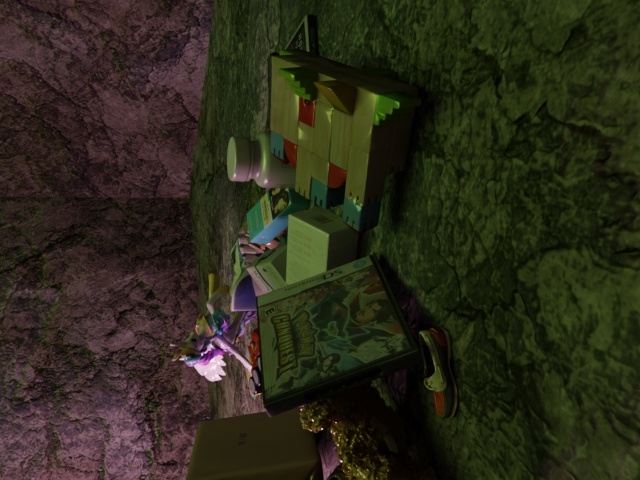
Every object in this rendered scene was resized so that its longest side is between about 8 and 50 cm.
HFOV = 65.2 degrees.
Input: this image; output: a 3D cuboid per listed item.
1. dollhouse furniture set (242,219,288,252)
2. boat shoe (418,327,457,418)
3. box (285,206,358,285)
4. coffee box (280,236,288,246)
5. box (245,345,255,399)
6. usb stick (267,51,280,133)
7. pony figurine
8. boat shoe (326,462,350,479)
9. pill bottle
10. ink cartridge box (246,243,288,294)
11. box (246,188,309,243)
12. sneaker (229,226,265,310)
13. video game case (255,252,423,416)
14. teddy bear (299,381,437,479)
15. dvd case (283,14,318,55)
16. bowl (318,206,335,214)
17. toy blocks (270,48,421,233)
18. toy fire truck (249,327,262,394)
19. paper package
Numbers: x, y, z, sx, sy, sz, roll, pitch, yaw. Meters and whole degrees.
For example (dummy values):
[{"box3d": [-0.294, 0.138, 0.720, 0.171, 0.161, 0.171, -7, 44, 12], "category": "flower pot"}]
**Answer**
[{"box3d": [-0.144, -0.030, 1.608, 0.151, 0.123, 0.144, -41, 44, 19], "category": "dollhouse furniture set"}, {"box3d": [0.176, 0.203, 0.762, 0.049, 0.043, 0.137, 166, 100, -67], "category": "boat shoe"}, {"box3d": [0.001, 0.032, 1.072, 0.130, 0.091, 0.171, 28, 124, 40], "category": "box"}, {"box3d": [-0.090, 0.094, 1.454, 0.113, 0.040, 0.184, -126, 40, -55], "category": "coffee box"}, {"box3d": [-0.251, 0.502, 1.903, 0.179, 0.043, 0.105, -111, 29, -46], "category": "box"}, {"box3d": [-0.141, -0.434, 1.547, 0.077, 0.045, 0.278, -167, 76, -68], "category": "usb stick"}, {"box3d": [-0.360, 0.353, 1.813, 0.302, 0.351, 0.364, -11, 40, 33], "category": "pony figurine"}, {"box3d": [0.052, 0.508, 1.018, 0.307, 0.104, 0.111, 123, 139, -57], "category": "boat shoe"}, {"box3d": [-0.102, -0.191, 1.203, 0.131, 0.229, 0.131, 179, 90, -69], "category": "pill bottle"}, {"box3d": [-0.089, 0.097, 1.281, 0.153, 0.086, 0.208, 54, 156, -9], "category": "ink cartridge box"}, {"box3d": [-0.128, -0.086, 1.429, 0.244, 0.060, 0.101, -39, 54, 46], "category": "box"}, {"box3d": [-0.261, 0.099, 1.814, 0.182, 0.127, 0.316, 167, 108, -72], "category": "sneaker"}, {"box3d": [0.014, 0.145, 0.857, 0.275, 0.248, 0.035, -107, -4, -59], "category": "video game case"}, {"box3d": [0.064, 0.320, 0.831, 0.113, 0.245, 0.338, -49, 65, 19], "category": "teddy bear"}, {"box3d": [-0.060, -0.466, 1.356, 0.238, 0.029, 0.180, 162, 105, -69], "category": "dvd case"}, {"box3d": [0.000, 0.000, 1.198, 0.142, 0.053, 0.142, -129, 42, -56], "category": "bowl"}, {"box3d": [0.023, -0.183, 0.932, 0.381, 0.190, 0.261, 36, 133, 41], "category": "toy blocks"}, {"box3d": [-0.157, 0.309, 1.537, 0.247, 0.158, 0.217, 62, 148, 31], "category": "toy fire truck"}, {"box3d": [-0.156, 0.558, 1.220, 0.325, 0.309, 0.168, -160, 63, -82], "category": "paper package"}]
